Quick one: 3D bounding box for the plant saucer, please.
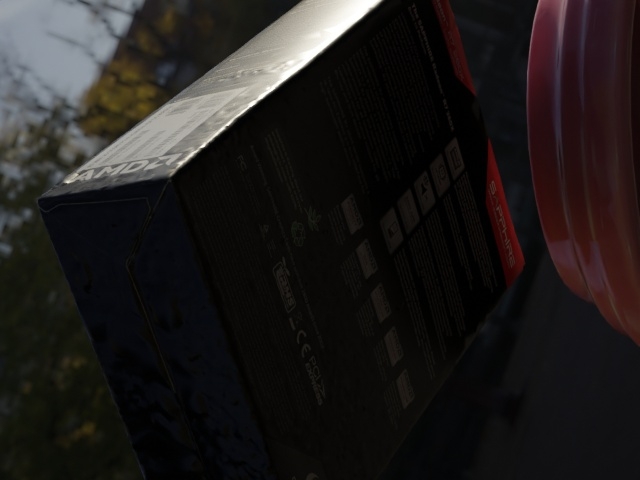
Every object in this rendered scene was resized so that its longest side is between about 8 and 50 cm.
[{"bbox_3d":[0.226,-0.083,1.213,0.332,0.084,0.332,5,-95,-63],"label":"plant saucer"}]

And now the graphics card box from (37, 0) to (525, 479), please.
[{"bbox_3d":[0.000,0.000,0.997,0.371,0.094,0.233,-49,-54,-55],"label":"graphics card box"}]
